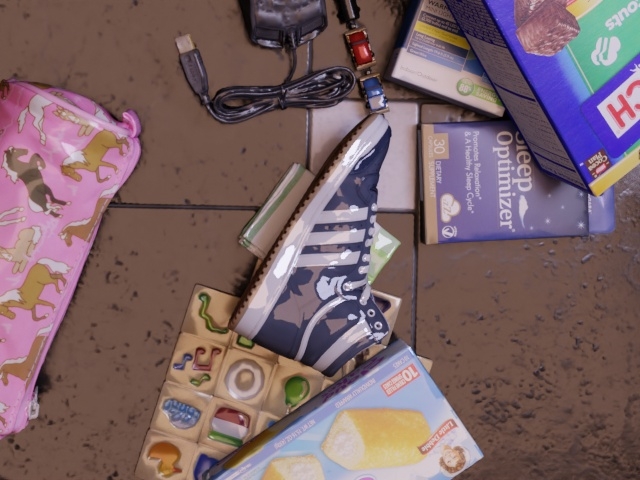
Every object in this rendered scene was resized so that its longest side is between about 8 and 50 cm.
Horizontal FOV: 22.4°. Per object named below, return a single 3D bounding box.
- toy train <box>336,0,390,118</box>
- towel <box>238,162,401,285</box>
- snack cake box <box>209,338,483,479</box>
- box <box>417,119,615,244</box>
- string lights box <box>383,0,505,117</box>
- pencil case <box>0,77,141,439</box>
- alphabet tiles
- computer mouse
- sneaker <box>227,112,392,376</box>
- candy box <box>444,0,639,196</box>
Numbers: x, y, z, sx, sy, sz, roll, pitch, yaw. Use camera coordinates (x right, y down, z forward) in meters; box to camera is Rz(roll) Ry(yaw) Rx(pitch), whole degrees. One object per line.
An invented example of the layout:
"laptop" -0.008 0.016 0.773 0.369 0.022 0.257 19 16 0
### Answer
"toy train" 0.046 -0.210 1.794 0.027 0.036 0.158 -17 95 -4
"towel" 0.000 0.000 1.803 0.152 0.023 0.113 37 85 -5
"snack cake box" 0.027 0.245 1.783 0.264 0.089 0.152 -35 95 -2
"box" 0.224 -0.069 1.820 0.225 0.036 0.136 -3 94 -6
"string lights box" 0.177 -0.279 1.781 0.133 0.077 0.260 19 92 -6
"pencil case" -0.327 0.017 1.716 0.167 0.160 0.386 21 91 -39
"alphabet tiles" -0.041 0.201 1.825 0.285 0.011 0.343 18 91 -6
"computer mouse" -0.078 -0.259 1.772 0.184 0.060 0.262 -16 106 -8
"sneaker" 0.035 0.012 1.749 0.153 0.099 0.282 32 88 -4
"candy box" 0.294 -0.249 1.690 0.268 0.122 0.317 -39 122 -7
